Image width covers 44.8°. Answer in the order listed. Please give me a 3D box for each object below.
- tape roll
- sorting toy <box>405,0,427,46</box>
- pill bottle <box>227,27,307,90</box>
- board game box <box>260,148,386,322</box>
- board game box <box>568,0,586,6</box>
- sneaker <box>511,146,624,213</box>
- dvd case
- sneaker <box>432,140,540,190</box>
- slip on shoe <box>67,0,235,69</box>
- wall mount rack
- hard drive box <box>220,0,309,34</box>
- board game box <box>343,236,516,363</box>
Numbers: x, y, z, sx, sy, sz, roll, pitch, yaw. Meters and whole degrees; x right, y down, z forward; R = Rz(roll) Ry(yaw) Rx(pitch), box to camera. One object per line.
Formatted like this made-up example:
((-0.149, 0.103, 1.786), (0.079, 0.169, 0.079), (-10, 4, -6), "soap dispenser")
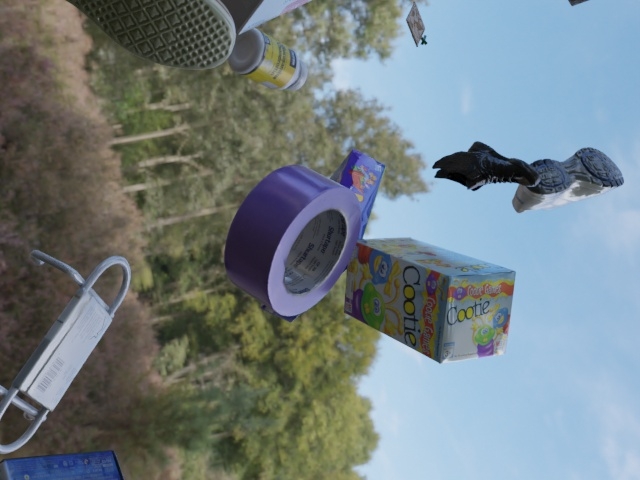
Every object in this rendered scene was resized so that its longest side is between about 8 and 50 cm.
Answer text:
((-0.034, 0.000, 1.032), (0.080, 0.189, 0.189), (29, -39, 29), "tape roll")
((0.169, -0.367, 1.360), (0.083, 0.012, 0.062), (59, 39, -40), "sorting toy")
((-0.112, -0.393, 1.715), (0.184, 0.103, 0.103), (13, 56, -53), "pill bottle")
((0.000, 0.000, 1.598), (0.347, 0.078, 0.233), (-48, -162, 57), "board game box")
((0.602, -0.552, 1.618), (0.026, 0.103, 0.154), (47, -29, -26), "board game box")
((0.559, -0.131, 1.769), (0.129, 0.297, 0.111), (120, -43, -55), "sneaker")
((-0.272, 0.370, 0.909), (0.180, 0.022, 0.253), (20, 39, -59), "dvd case")
((0.281, -0.112, 1.325), (0.170, 0.089, 0.051), (35, -16, 35), "sneaker")
((-0.243, -0.309, 0.894), (0.123, 0.331, 0.101), (-61, -176, 36), "slip on shoe")
((-0.441, 0.178, 1.274), (0.350, 0.130, 0.304), (-59, 160, -23), "wall mount rack")
((-0.050, -0.448, 1.245), (0.089, 0.181, 0.232), (59, -26, -4), "hard drive box")
((0.175, 0.091, 1.315), (0.275, 0.144, 0.142), (21, -70, 57), "board game box")
